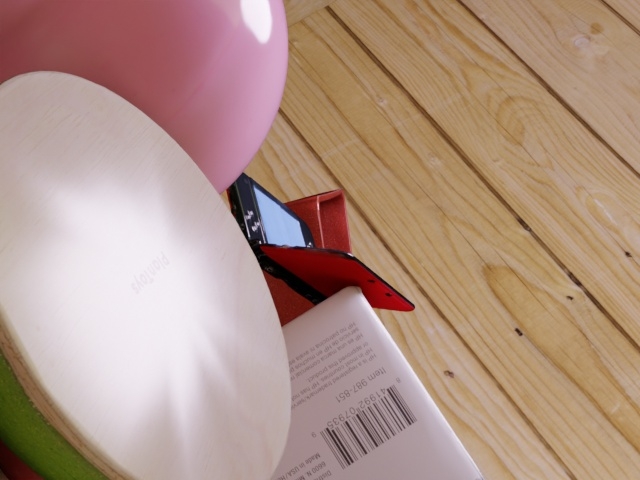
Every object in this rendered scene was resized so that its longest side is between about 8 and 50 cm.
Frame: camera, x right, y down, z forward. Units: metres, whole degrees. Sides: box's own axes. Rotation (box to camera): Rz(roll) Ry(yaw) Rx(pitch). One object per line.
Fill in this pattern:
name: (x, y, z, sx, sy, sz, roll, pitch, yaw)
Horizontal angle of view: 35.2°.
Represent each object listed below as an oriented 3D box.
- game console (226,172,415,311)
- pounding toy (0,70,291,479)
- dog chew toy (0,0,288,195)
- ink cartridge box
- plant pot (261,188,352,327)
game console: (0.000, 0.000, 0.816, 0.144, 0.085, 0.124, 39, 30, -56)
pounding toy: (-0.118, 0.037, 0.381, 0.237, 0.110, 0.183, 8, 56, -63)
dog chew toy: (-0.163, -0.144, 0.483, 0.332, 0.206, 0.206, 45, 1, -39)
ink cartridge box: (0.013, 0.228, 0.772, 0.307, 0.223, 0.129, 57, -12, 12)
plant pot: (-0.084, 0.093, 1.135, 0.267, 0.235, 0.267, -36, 119, -82)
